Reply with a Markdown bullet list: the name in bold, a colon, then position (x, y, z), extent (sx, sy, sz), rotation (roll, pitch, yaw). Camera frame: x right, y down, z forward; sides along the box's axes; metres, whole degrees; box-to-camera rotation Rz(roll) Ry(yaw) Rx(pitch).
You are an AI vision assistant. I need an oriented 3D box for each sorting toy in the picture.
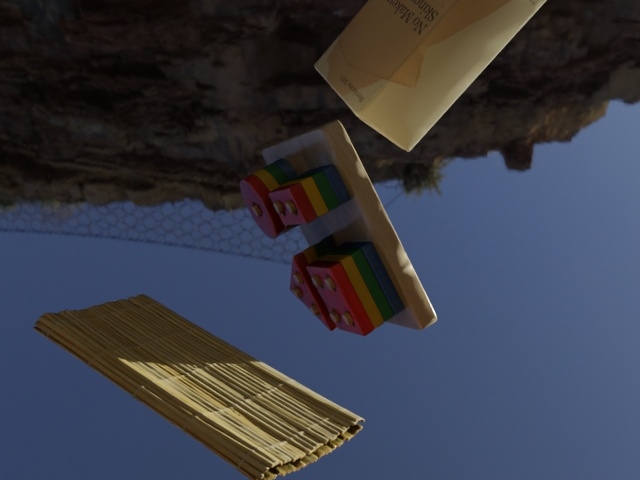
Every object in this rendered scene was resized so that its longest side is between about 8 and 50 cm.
- **sorting toy**: position (0.000, 0.000, 1.030), extent (0.089, 0.255, 0.257), rotation (-30, -80, -17)

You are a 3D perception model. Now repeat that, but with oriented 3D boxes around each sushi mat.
- **sushi mat**: position (-0.122, 0.130, 0.809), extent (0.316, 0.019, 0.151), rotation (24, -160, 31)

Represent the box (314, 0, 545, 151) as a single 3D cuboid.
- **box**: position (0.154, -0.289, 1.094), extent (0.311, 0.121, 0.148), rotation (-49, -133, 13)
